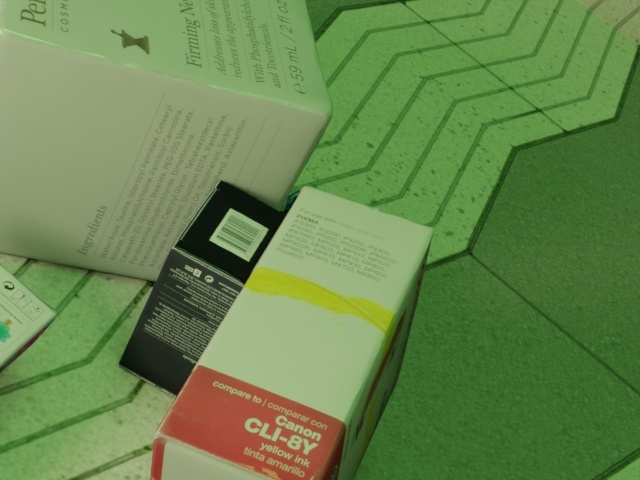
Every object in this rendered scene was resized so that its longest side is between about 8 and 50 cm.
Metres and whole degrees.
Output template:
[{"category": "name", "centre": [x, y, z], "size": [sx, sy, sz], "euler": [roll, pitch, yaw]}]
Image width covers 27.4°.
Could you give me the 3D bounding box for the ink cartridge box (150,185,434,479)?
[{"category": "ink cartridge box", "centre": [-0.028, 0.171, 1.354], "size": [0.160, 0.279, 0.384], "euler": [19, 44, 9]}]

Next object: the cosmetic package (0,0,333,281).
[{"category": "cosmetic package", "centre": [-0.244, -0.181, 1.617], "size": [0.394, 0.327, 0.329], "euler": [11, 42, -23]}]

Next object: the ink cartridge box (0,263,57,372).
[{"category": "ink cartridge box", "centre": [-0.419, 0.102, 1.279], "size": [0.186, 0.065, 0.311], "euler": [42, 36, -1]}]

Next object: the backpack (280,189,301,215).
[{"category": "backpack", "centre": [0.000, 0.000, 1.760], "size": [0.158, 0.117, 0.173], "euler": [26, 35, -10]}]

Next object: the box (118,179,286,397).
[{"category": "box", "centre": [-0.131, 0.062, 1.522], "size": [0.108, 0.207, 0.153], "euler": [29, 36, -1]}]
